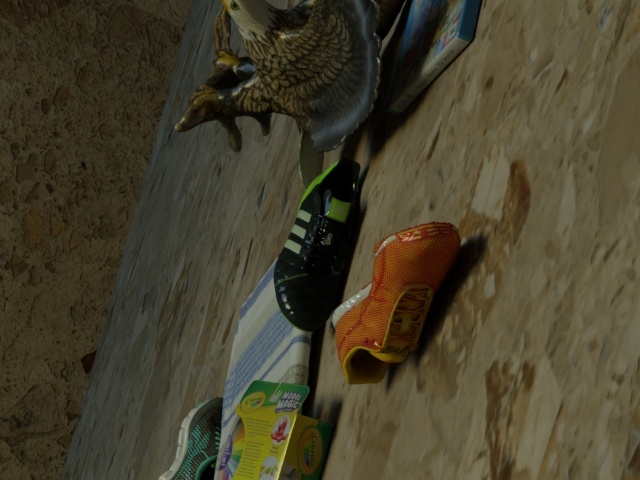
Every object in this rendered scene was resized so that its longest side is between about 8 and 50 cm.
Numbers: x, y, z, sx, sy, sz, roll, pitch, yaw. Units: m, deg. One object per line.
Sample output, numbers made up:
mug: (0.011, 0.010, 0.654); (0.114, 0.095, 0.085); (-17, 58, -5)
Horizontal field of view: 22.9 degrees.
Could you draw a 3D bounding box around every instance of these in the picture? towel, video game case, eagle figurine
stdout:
towel: (-0.047, 0.136, 1.482); (0.209, 0.034, 0.285); (126, 157, -49)
video game case: (0.102, -0.189, 1.340); (0.166, 0.015, 0.119); (136, 150, -65)
eagle figurine: (-0.005, -0.189, 1.447); (0.298, 0.225, 0.226); (-26, 75, 35)

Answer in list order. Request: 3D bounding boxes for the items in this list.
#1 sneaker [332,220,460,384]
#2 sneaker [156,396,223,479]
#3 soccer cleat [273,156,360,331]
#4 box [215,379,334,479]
sneaker: (0.060, 0.046, 1.116); (0.175, 0.064, 0.067); (116, 147, -53)
sneaker: (-0.110, 0.225, 1.596); (0.076, 0.065, 0.166); (-15, 36, 35)
soccer cleat: (0.000, 0.000, 1.413); (0.072, 0.060, 0.179); (125, 162, -48)
box: (-0.047, 0.205, 1.298); (0.105, 0.043, 0.179); (-1, 72, 59)
